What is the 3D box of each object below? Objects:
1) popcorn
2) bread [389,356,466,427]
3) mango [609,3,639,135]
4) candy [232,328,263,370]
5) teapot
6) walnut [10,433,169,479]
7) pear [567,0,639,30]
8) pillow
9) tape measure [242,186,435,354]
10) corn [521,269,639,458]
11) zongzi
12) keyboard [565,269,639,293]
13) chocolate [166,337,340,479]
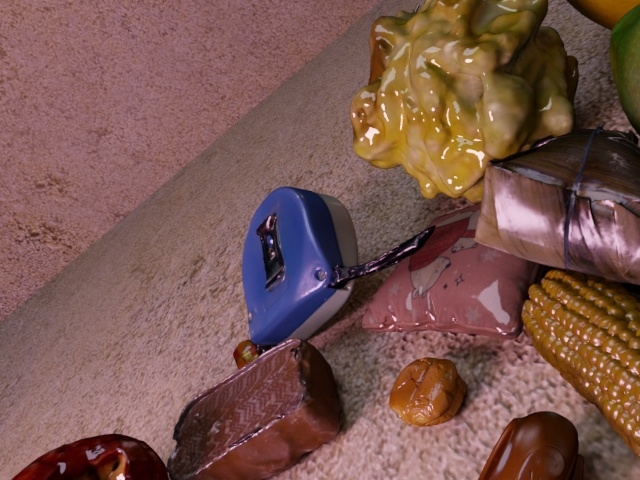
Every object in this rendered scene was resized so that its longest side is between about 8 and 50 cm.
[{"bbox_3d":[0.201,-0.201,0.895,0.312,0.312,0.312,-34,24,18],"label":"popcorn"},{"bbox_3d":[0.114,0.160,0.698,0.081,0.046,0.083,-46,25,-4],"label":"bread"},{"bbox_3d":[0.386,-0.157,0.609,0.225,0.201,0.382,-6,26,-1],"label":"mango"},{"bbox_3d":[-0.104,0.182,0.997,0.053,0.046,0.182,-41,25,6],"label":"candy"},{"bbox_3d":[0.168,0.199,0.522,0.129,0.078,0.098,-58,-14,-13],"label":"teapot"},{"bbox_3d":[-0.282,0.359,0.749,0.269,0.222,0.244,-57,37,42],"label":"walnut"},{"bbox_3d":[0.446,-0.423,0.811,0.362,0.362,0.418,-43,49,-2],"label":"pear"},{"bbox_3d":[0.175,0.027,0.783,0.236,0.084,0.223,-9,37,53],"label":"pillow"},{"bbox_3d":[0.000,0.000,0.896,0.351,0.098,0.215,-44,47,41],"label":"tape measure"},{"bbox_3d":[0.252,0.111,0.515,0.097,0.097,0.320,-39,26,7],"label":"corn"},{"bbox_3d":[0.293,-0.034,0.601,0.242,0.112,0.221,20,34,37],"label":"zongzi"},{"bbox_3d":[0.299,0.041,0.598,0.204,0.061,0.013,17,82,64],"label":"keyboard"},{"bbox_3d":[-0.079,0.229,0.819,0.214,0.093,0.148,-35,23,14],"label":"chocolate"}]
